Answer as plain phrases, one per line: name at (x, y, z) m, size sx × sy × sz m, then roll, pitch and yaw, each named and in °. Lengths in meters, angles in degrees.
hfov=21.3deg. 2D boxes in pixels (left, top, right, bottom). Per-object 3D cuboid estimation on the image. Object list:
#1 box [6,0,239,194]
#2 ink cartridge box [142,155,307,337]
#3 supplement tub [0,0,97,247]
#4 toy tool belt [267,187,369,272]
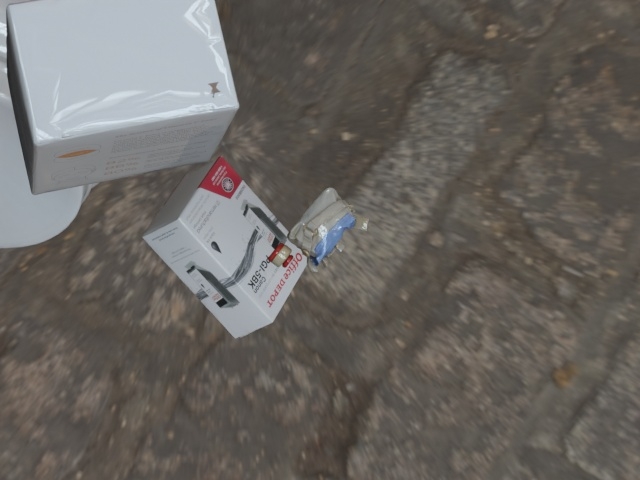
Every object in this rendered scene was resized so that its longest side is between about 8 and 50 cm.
box at (-0.133, -0.099, 1.107) m, size 0.130 × 0.170 × 0.091 m, roll -11°, pitch 83°, yaw -12°
ink cartridge box at (-0.084, 0.007, 1.564) m, size 0.056 × 0.099 × 0.135 m, roll -25°, pitch 115°, yaw 41°
supplement tub at (-0.248, -0.172, 1.412) m, size 0.228 × 0.228 × 0.316 m, roll 17°, pitch 50°, yaw -4°
toy tool belt at (0.000, 0.000, 1.442) m, size 0.051 × 0.052 × 0.083 m, roll 39°, pitch 79°, yaw -2°
